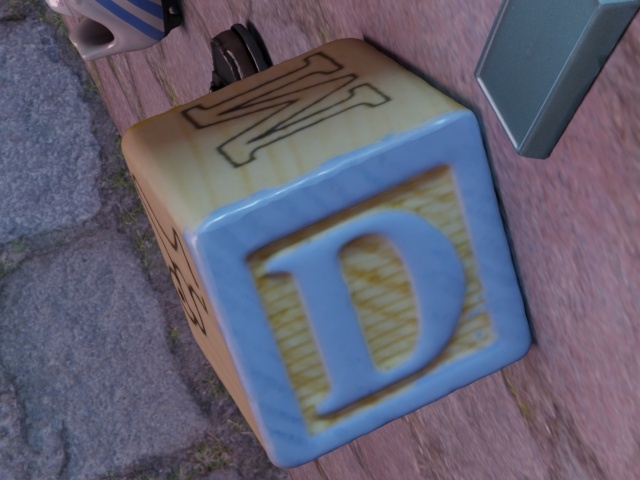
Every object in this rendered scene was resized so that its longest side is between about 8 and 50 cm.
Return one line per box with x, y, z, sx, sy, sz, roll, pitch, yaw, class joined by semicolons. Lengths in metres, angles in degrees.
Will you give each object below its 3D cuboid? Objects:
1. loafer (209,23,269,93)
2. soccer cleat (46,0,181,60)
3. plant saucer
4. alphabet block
-0.072;-0.081;1.395;0.096;0.084;0.268;52;162;52;loafer
-0.245;-0.321;1.565;0.116;0.143;0.331;59;166;33;soccer cleat
0.108;-0.098;0.693;0.192;0.018;0.067;101;144;-72;plant saucer
0.000;0.000;0.949;0.197;0.193;0.192;-133;23;-59;alphabet block
